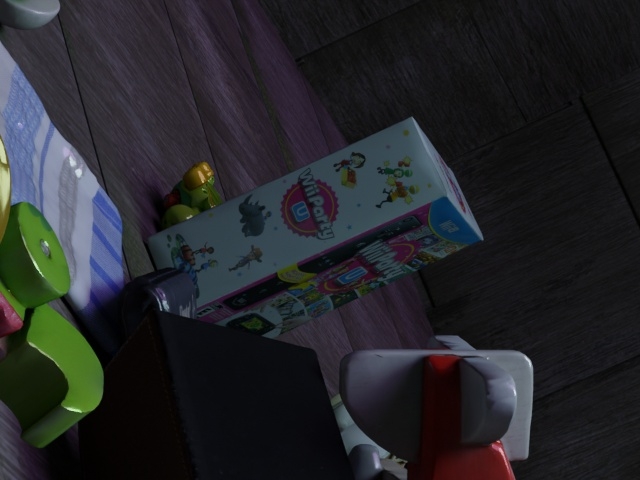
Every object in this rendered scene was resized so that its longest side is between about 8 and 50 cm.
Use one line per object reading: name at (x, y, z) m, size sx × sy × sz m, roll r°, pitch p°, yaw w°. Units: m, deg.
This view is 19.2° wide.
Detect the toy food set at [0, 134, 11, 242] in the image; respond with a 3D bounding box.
toy food set at (-0.254, 0.011, 1.017) m, size 0.128 × 0.071 × 0.217 m, roll 43°, pitch 60°, yaw -41°

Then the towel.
towel at (-0.240, -0.060, 1.599) m, size 0.285 × 0.034 × 0.209 m, roll 60°, pitch 10°, yaw -31°

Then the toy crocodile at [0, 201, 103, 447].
toy crocodile at (-0.245, -0.020, 1.128) m, size 0.340 × 0.115 × 0.105 m, roll 61°, pitch 9°, yaw -24°

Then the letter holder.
letter holder at (-0.085, 0.241, 1.346) m, size 0.152 × 0.214 × 0.301 m, roll 17°, pitch 39°, yaw -34°

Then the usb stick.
usb stick at (-0.142, 0.065, 1.683) m, size 0.278 × 0.045 × 0.077 m, roll -49°, pitch 130°, yaw -88°

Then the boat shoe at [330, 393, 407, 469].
boat shoe at (0.073, 0.248, 2.384) m, size 0.103 × 0.113 × 0.302 m, roll 61°, pitch 6°, yaw 18°

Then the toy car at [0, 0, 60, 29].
toy car at (-0.285, -0.299, 1.752) m, size 0.136 × 0.159 × 0.182 m, roll 22°, pitch 28°, yaw -23°

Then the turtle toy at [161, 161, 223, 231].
turtle toy at (-0.136, -0.028, 2.053) m, size 0.095 × 0.066 × 0.130 m, roll 62°, pitch 9°, yaw -5°

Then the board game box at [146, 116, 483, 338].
board game box at (0.000, 0.000, 1.987) m, size 0.097 × 0.303 × 0.224 m, roll 67°, pitch 8°, yaw 17°

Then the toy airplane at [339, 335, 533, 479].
toy airplane at (0.078, 0.263, 1.442) m, size 0.386 × 0.272 × 0.384 m, roll 77°, pitch -9°, yaw -55°
